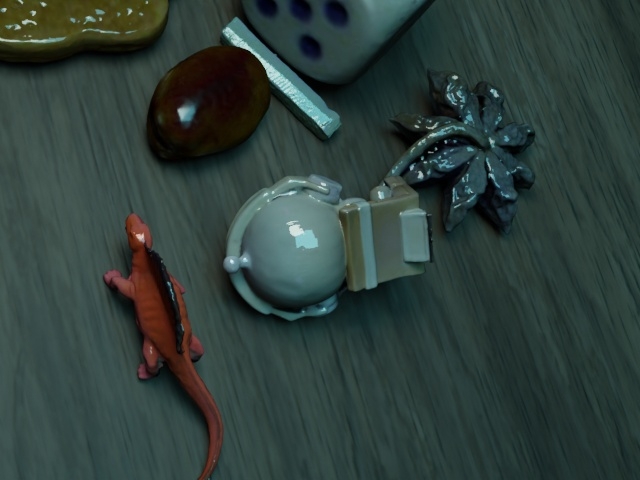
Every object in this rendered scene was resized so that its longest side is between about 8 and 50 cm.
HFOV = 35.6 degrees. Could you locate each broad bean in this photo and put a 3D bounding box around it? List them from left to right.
[{"bbox_3d":[-0.122,-0.157,1.123,0.165,0.084,0.114,-31,102,-35],"label":"broad bean"}]

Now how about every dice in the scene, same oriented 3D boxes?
[{"bbox_3d":[0.032,-0.315,1.173,0.194,0.192,0.193,42,57,-2],"label":"dice"}]

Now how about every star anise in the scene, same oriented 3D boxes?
[{"bbox_3d":[0.174,-0.107,1.226,0.263,0.081,0.230,-22,91,-30],"label":"star anise"}]

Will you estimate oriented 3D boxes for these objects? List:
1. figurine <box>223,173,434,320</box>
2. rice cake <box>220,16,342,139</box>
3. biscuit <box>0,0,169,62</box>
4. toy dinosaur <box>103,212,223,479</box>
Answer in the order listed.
[{"bbox_3d":[0.001,0.001,1.090,0.237,0.141,0.162,-14,110,-17],"label":"figurine"},{"bbox_3d":[-0.046,-0.194,1.194,0.180,0.030,0.042,44,66,-2],"label":"rice cake"},{"bbox_3d":[-0.332,-0.340,1.115,0.351,0.057,0.312,-16,77,-26],"label":"biscuit"},{"bbox_3d":[-0.141,0.098,0.985,0.070,0.139,0.286,-16,78,-26],"label":"toy dinosaur"}]
